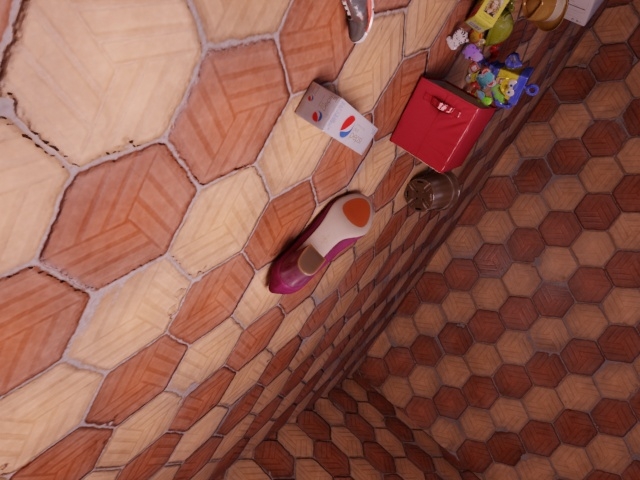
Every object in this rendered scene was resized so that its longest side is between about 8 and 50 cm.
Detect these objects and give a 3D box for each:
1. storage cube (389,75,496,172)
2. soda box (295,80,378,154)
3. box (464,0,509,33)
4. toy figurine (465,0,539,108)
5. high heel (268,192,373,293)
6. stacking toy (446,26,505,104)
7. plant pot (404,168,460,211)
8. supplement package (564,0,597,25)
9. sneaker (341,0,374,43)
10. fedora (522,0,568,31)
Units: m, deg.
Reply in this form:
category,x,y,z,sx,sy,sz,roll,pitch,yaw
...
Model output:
category,x,y,z,sx,sy,sz,roll,pitch,yaw
storage cube,0.340,-0.325,1.240,0.215,0.183,0.193,-25,147,-52
soda box,0.039,-0.238,0.891,0.069,0.073,0.216,-58,158,12
box,0.465,-0.652,1.124,0.232,0.058,0.087,-59,-170,13
toy figurine,0.614,-0.553,1.414,0.191,0.217,0.363,-43,157,-26
high heel,0.000,0.000,1.200,0.377,0.127,0.181,-40,-176,-41
stacking toy,0.434,-0.470,1.200,0.052,0.221,0.167,-26,-179,41
plant pot,0.412,-0.182,1.668,0.165,0.167,0.167,-17,140,-46
supplement package,0.898,-0.918,1.499,0.178,0.175,0.293,-52,159,2
sneaker,0.050,-0.396,0.719,0.064,0.061,0.158,-16,146,-15
fedora,0.701,-0.756,1.411,0.079,0.195,0.194,-12,151,-3
